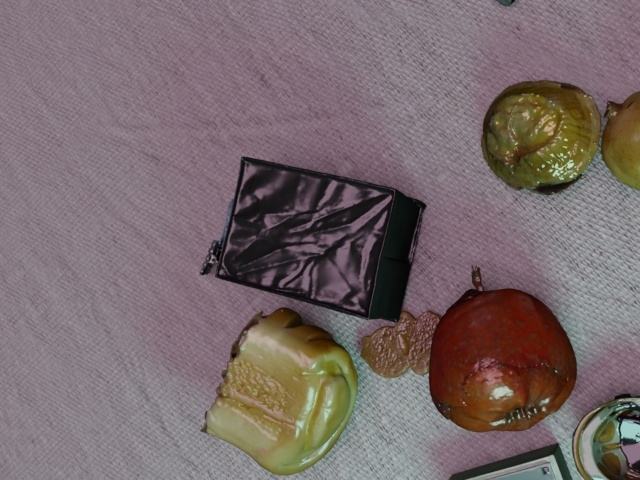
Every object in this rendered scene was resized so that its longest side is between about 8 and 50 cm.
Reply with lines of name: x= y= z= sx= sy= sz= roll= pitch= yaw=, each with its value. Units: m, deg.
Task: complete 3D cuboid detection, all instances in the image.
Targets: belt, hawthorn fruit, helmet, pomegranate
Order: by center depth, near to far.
pomegranate: x=0.583 y=-0.184 z=1.633 sx=0.196 sy=0.196 sz=0.196 roll=0 pitch=90 yaw=19
helmet: x=0.581 y=0.372 z=1.655 sx=0.224 sy=0.130 sz=0.199 roll=-8 pitch=83 yaw=29
hawthorn fruit: x=0.324 y=0.192 z=1.688 sx=0.276 sy=0.276 sz=0.308 roll=-16 pitch=66 yaw=18
belt: x=-0.195 y=-0.006 z=1.967 sx=0.100 sy=0.065 sz=0.179 roll=9 pitch=91 yaw=11

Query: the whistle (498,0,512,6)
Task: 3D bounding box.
whistle: x=0.254 y=-0.568 z=1.811 sx=0.326 sy=0.057 sz=0.068 roll=35 pitch=101 yaw=16

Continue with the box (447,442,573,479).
box: x=0.377 y=0.532 z=1.731 sx=0.224 sy=0.117 sz=0.225 roll=-22 pitch=82 yaw=18

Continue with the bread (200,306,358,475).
bread: x=-0.064 y=0.300 z=1.849 sx=0.270 sy=0.211 sz=0.316 roll=25 pitch=106 yaw=10

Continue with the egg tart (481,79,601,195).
egg tart: x=0.401 y=-0.205 z=1.717 sx=0.232 sy=0.098 sz=0.252 roll=-46 pitch=59 yaw=21

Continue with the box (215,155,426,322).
box: x=0.000 y=0.000 z=1.810 sx=0.345 sy=0.204 sz=0.251 roll=13 pitch=89 yaw=19

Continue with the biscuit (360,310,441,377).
biscuit: x=0.174 y=0.216 z=1.850 sx=0.184 sy=0.027 sz=0.133 roll=-37 pitch=73 yaw=15
